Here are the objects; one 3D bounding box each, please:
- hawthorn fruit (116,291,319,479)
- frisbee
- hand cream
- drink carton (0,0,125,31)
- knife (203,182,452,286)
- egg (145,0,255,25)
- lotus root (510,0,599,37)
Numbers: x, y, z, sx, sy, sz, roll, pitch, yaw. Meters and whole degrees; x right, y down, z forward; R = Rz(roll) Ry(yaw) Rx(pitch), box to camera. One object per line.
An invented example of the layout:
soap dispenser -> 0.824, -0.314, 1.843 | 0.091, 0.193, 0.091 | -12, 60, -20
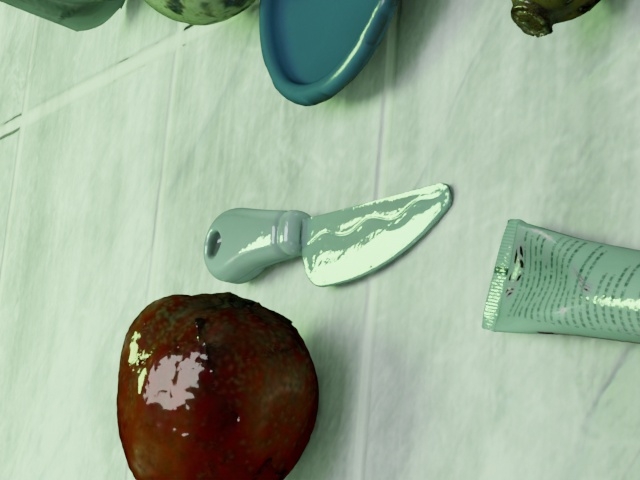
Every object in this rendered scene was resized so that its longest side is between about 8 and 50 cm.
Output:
hawthorn fruit -> -0.099, 0.157, 1.433 | 0.181, 0.181, 0.235 | 40, 112, 55
frisbee -> 0.027, -0.258, 1.507 | 0.289, 0.049, 0.289 | -35, 49, 54
hand cream -> 0.207, 0.037, 1.106 | 0.331, 0.058, 0.085 | 9, 88, 58
drink carton -> -0.231, -0.340, 1.837 | 0.190, 0.191, 0.185 | -4, 72, 47
knife -> -0.001, 0.002, 1.468 | 0.331, 0.044, 0.080 | -6, 72, 53
egg -> -0.119, -0.282, 1.658 | 0.141, 0.141, 0.182 | -68, 27, 11
lotus root -> 0.187, -0.232, 1.217 | 0.081, 0.089, 0.179 | 28, 95, 27
